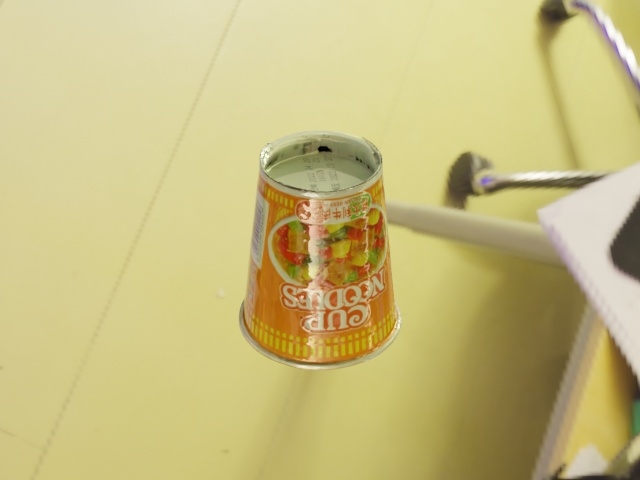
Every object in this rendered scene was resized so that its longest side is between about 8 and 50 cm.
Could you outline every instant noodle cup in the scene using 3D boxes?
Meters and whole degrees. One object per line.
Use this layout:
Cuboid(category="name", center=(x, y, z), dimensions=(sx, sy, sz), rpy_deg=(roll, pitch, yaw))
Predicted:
Cuboid(category="instant noodle cup", center=(0.000, 0.000, 1.299), dimensions=(0.168, 0.168, 0.185), rpy_deg=(-25, 132, -33))
